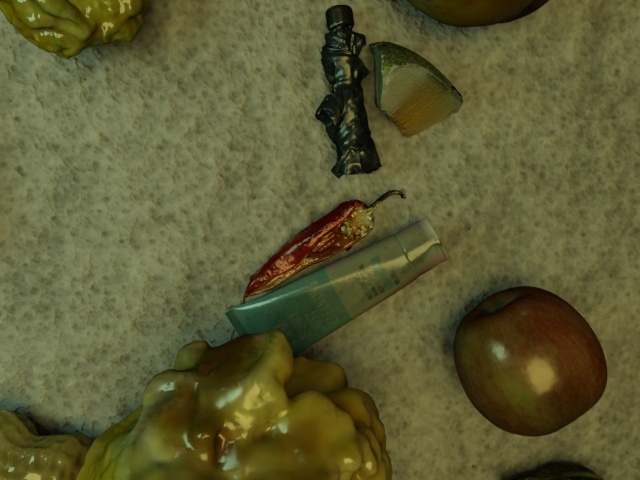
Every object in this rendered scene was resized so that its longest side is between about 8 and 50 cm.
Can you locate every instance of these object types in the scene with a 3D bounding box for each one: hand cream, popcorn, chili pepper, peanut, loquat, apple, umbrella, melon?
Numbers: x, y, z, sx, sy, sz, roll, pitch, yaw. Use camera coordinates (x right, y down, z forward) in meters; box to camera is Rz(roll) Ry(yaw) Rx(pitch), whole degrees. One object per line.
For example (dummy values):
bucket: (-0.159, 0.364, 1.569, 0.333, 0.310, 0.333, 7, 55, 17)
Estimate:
hand cream: (0.024, 0.071, 0.809, 0.312, 0.070, 0.111, -31, 100, 3)
popcorn: (-0.100, 0.310, 0.689, 0.353, 0.344, 0.390, 21, 129, -29)
popcorn: (-0.297, -0.313, 0.688, 0.197, 0.155, 0.198, 2, 85, -22)
chili pepper: (0.000, 0.000, 0.806, 0.267, 0.050, 0.059, -34, 130, 2)
peanut: (-0.407, 0.335, 0.777, 0.232, 0.110, 0.197, 20, 83, -8)
loquat: (0.193, -0.352, 0.709, 0.227, 0.179, 0.180, 5, 97, -11)
apple: (0.276, 0.158, 0.781, 0.188, 0.188, 0.174, -32, 93, 0)
umbrella: (0.029, -0.196, 0.775, 0.071, 0.080, 0.224, -3, 96, 30)
melon: (0.100, -0.210, 0.761, 0.093, 0.202, 0.140, -43, 64, 20)

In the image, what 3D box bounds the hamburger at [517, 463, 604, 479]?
hamburger: (0.377, 0.438, 0.862, 0.214, 0.122, 0.190, 0, 96, -7)
